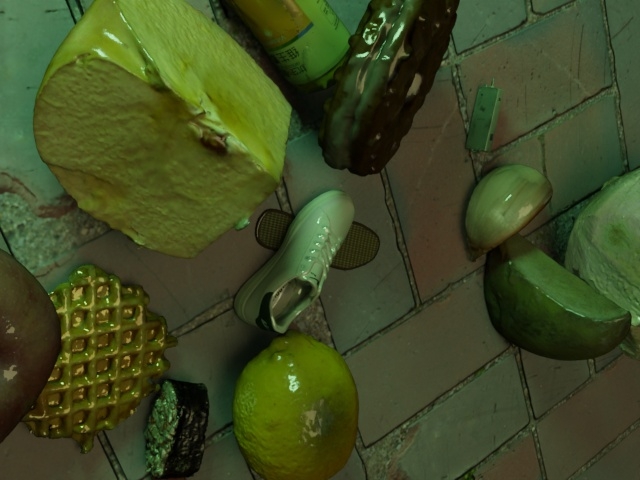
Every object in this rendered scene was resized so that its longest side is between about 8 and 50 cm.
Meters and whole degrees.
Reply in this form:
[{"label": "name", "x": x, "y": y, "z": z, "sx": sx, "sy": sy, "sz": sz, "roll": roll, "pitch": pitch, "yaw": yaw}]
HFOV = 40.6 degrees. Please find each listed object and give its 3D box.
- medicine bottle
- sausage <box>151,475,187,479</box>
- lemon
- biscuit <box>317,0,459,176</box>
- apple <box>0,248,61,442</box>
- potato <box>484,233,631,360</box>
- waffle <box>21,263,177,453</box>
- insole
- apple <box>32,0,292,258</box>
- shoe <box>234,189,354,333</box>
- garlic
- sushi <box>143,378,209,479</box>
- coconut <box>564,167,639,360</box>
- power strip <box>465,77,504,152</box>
[{"label": "medicine bottle", "x": -0.045, "y": -0.321, "z": 1.250, "sx": 0.124, "sy": 0.124, "sz": 0.239, "roll": -50, "pitch": 124, "yaw": -14}, {"label": "sausage", "x": -0.204, "y": 0.421, "z": 1.365, "sx": 0.043, "sy": 0.043, "sz": 0.186, "roll": -41, "pitch": 121, "yaw": -20}, {"label": "lemon", "x": -0.037, "y": 0.264, "z": 1.340, "sx": 0.204, "sy": 0.204, "sz": 0.260, "roll": -9, "pitch": 98, "yaw": -33}, {"label": "biscuit", "x": 0.102, "y": -0.245, "z": 1.279, "sx": 0.103, "sy": 0.332, "sz": 0.332, "roll": 27, "pitch": 84, "yaw": 9}, {"label": "apple", "x": -0.452, "y": 0.133, "z": 0.984, "sx": 0.306, "sy": 0.235, "sz": 0.305, "roll": -12, "pitch": 105, "yaw": -54}, {"label": "potato", "x": 0.438, "y": 0.132, "z": 1.601, "sx": 0.112, "sy": 0.255, "sz": 0.269, "roll": -35, "pitch": 118, "yaw": -25}, {"label": "waffle", "x": -0.330, "y": 0.167, "z": 1.214, "sx": 0.254, "sy": 0.052, "sz": 0.245, "roll": -48, "pitch": 124, "yaw": -16}, {"label": "insole", "x": 0.000, "y": 0.000, "z": 1.425, "sx": 0.253, "sy": 0.005, "sz": 0.086, "roll": 11, "pitch": 94, "yaw": -35}, {"label": "apple", "x": -0.197, "y": -0.161, "z": 1.108, "sx": 0.309, "sy": 0.252, "sz": 0.314, "roll": 39, "pitch": 76, "yaw": -22}, {"label": "shoe", "x": -0.017, "y": 0.039, "z": 1.354, "sx": 0.265, "sy": 0.110, "sz": 0.095, "roll": -50, "pitch": 124, "yaw": -8}, {"label": "garlic", "x": 0.332, "y": -0.067, "z": 1.583, "sx": 0.207, "sy": 0.128, "sz": 0.115, "roll": -45, "pitch": 98, "yaw": -9}, {"label": "sushi", "x": -0.215, "y": 0.284, "z": 1.295, "sx": 0.078, "sy": 0.090, "sz": 0.150, "roll": 9, "pitch": 98, "yaw": -31}, {"label": "coconut", "x": 0.675, "y": 0.008, "z": 1.686, "sx": 0.405, "sy": 0.405, "sz": 0.404, "roll": -9, "pitch": 106, "yaw": -33}, {"label": "power strip", "x": 0.295, "y": -0.222, "z": 1.546, "sx": 0.019, "sy": 0.051, "sz": 0.136, "roll": 8, "pitch": 96, "yaw": -39}]
